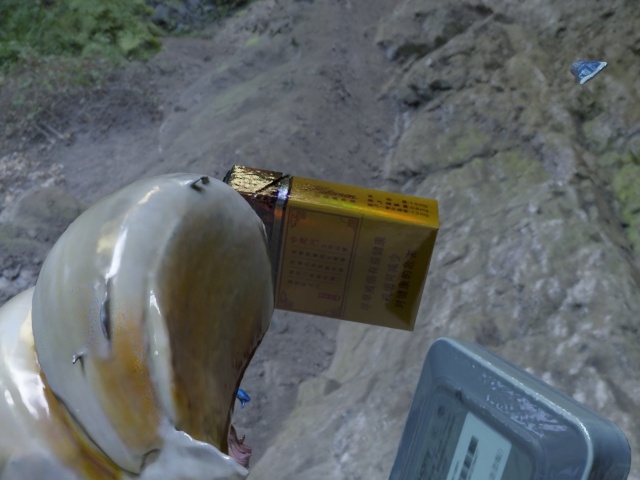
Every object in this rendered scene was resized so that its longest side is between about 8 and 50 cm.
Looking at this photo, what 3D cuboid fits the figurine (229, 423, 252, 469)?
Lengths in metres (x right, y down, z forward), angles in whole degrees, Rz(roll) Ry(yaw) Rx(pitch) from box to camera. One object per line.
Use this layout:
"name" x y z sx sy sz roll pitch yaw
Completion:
"figurine" -0.221 0.499 1.729 0.126 0.114 0.156 -139 -132 -79

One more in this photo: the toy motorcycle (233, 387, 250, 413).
"toy motorcycle" -0.284 0.321 1.693 0.254 0.092 0.135 41 63 -1

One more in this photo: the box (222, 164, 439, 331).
"box" 0.004 0.018 1.418 0.416 0.264 0.115 9 34 1

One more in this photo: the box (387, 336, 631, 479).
"box" 0.258 0.393 1.138 0.111 0.395 0.396 11 8 -29

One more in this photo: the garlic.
"garlic" -0.155 0.086 0.598 0.250 0.286 0.313 17 37 -18

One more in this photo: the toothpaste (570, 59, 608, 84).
"toothpaste" 0.497 -0.318 1.350 0.034 0.057 0.197 50 19 -6
